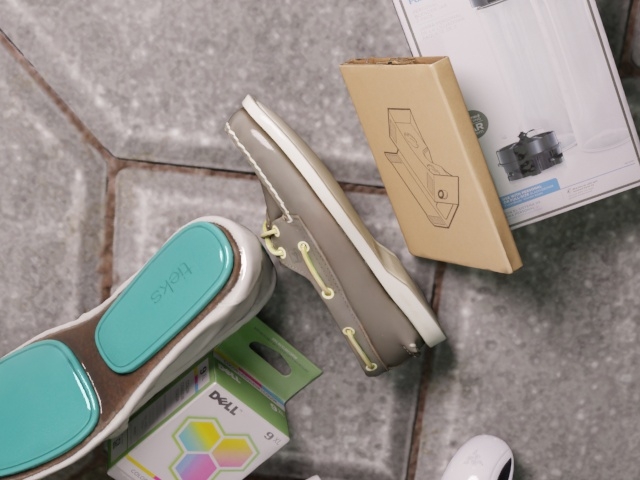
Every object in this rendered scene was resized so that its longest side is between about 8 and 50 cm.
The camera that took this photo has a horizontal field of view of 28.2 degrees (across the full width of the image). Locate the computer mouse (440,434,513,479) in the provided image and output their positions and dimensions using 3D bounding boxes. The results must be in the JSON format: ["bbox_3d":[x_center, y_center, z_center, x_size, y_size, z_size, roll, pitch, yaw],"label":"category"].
[{"bbox_3d":[0.135,0.284,1.281,0.106,0.042,0.193,11,76,36],"label":"computer mouse"}]

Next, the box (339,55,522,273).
[{"bbox_3d":[0.097,-0.070,1.150,0.021,0.164,0.201,-29,109,-22],"label":"box"}]

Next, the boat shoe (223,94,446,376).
[{"bbox_3d":[0.000,0.002,1.200,0.091,0.109,0.305,-35,108,8],"label":"boat shoe"}]

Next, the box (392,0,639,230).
[{"bbox_3d":[0.169,-0.165,1.145,0.169,0.087,0.289,-18,107,8],"label":"box"}]

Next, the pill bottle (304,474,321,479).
[{"bbox_3d":[-0.091,0.360,1.280,0.278,0.162,0.162,-30,106,-6],"label":"pill bottle"}]

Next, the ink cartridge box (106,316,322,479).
[{"bbox_3d":[-0.104,0.183,1.279,0.209,0.062,0.109,-40,118,14],"label":"ink cartridge box"}]

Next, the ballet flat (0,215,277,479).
[{"bbox_3d":[-0.198,0.126,1.244,0.400,0.139,0.139,-38,104,15],"label":"ballet flat"}]
